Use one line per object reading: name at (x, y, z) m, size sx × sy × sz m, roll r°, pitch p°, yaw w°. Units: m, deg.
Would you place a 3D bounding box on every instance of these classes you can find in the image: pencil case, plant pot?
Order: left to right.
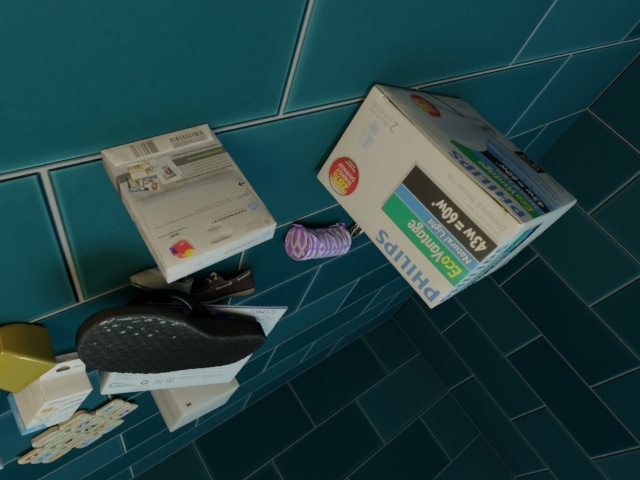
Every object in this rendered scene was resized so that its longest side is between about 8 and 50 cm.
plant pot at (-0.490, 0.180, 0.683) m, size 0.081 × 0.081 × 0.083 m, roll -36°, pitch 151°, yaw -3°
pencil case at (0.000, 0.000, 1.085) m, size 0.206 × 0.086 × 0.088 m, roll -7°, pitch 111°, yaw -57°

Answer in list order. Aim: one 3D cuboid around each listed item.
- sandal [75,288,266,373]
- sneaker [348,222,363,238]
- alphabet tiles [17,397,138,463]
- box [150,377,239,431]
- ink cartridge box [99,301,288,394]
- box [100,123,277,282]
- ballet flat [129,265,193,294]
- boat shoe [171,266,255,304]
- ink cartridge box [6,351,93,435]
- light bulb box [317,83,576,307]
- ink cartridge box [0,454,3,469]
sandal at (-0.267, 0.168, 0.811) m, size 0.167 × 0.107 × 0.445 m, roll -35°, pitch 155°, yaw 9°
sneaker at (0.124, -0.049, 1.252) m, size 0.109 × 0.040 × 0.044 m, roll -37°, pitch 176°, yaw 11°
alphabet tiles at (-0.675, 0.536, 1.227) m, size 0.277 × 0.021 × 0.284 m, roll -32°, pitch 159°, yaw -15°
box at (-0.356, 0.385, 1.190) m, size 0.181 × 0.181 × 0.119 m, roll -14°, pitch 150°, yaw -46°
ink cartridge box at (-0.288, 0.226, 0.987) m, size 0.324 × 0.071 × 0.330 m, roll 10°, pitch 128°, yaw -39°
box at (-0.164, -0.056, 0.543) m, size 0.145 × 0.186 × 0.038 m, roll -26°, pitch 157°, yaw -30°
ballet flat at (-0.297, 0.072, 0.820) m, size 0.053 × 0.057 × 0.168 m, roll -66°, pitch 165°, yaw -8°
boat shoe at (-0.238, 0.099, 0.973) m, size 0.206 × 0.075 × 0.065 m, roll -7°, pitch 102°, yaw -44°
ink cartridge box at (-0.525, 0.292, 0.846) m, size 0.143 × 0.090 × 0.092 m, roll -46°, pitch 158°, yaw 25°
light bulb box at (0.258, -0.106, 0.877) m, size 0.361 × 0.358 × 0.225 m, roll -15°, pitch 149°, yaw -48°
ink cartridge box at (-0.723, 0.392, 0.693) m, size 0.289 × 0.122 × 0.211 m, roll -27°, pitch 157°, yaw -24°
